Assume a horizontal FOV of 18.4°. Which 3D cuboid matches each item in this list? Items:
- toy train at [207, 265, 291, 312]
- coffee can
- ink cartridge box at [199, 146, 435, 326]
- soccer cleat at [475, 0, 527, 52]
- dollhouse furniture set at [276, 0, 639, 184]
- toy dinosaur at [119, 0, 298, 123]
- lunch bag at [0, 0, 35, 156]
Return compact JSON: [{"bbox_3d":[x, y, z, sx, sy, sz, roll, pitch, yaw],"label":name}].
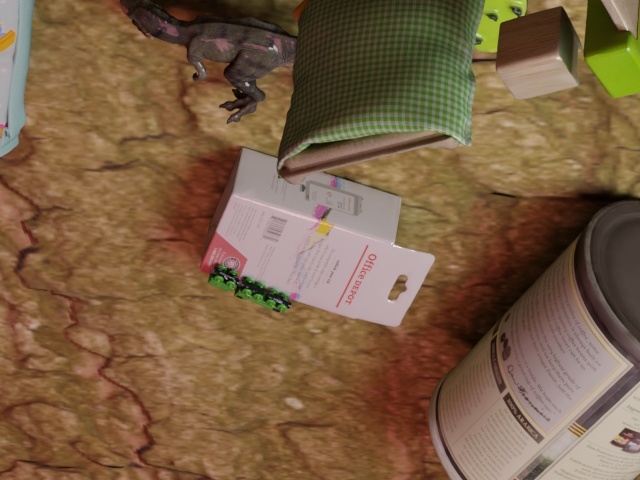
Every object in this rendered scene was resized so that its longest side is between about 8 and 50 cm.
[{"bbox_3d":[-0.066,0.047,1.844,0.083,0.017,0.024,25,145,-15],"label":"toy train"},{"bbox_3d":[0.253,0.123,1.835,0.202,0.201,0.275,25,133,-16],"label":"coffee can"},{"bbox_3d":[0.000,0.000,1.843,0.198,0.067,0.115,18,136,-8],"label":"ink cartridge box"},{"bbox_3d":[0.133,-0.231,1.587,0.060,0.072,0.179,-4,134,9],"label":"soccer cleat"},{"bbox_3d":[0.080,-0.186,1.435,0.302,0.197,0.151,-13,135,26],"label":"dollhouse furniture set"},{"bbox_3d":[-0.042,-0.154,1.684,0.268,0.064,0.118,6,151,14],"label":"toy dinosaur"},{"bbox_3d":[-0.363,-0.188,1.644,0.262,0.160,0.223,16,134,0],"label":"lunch bag"}]
